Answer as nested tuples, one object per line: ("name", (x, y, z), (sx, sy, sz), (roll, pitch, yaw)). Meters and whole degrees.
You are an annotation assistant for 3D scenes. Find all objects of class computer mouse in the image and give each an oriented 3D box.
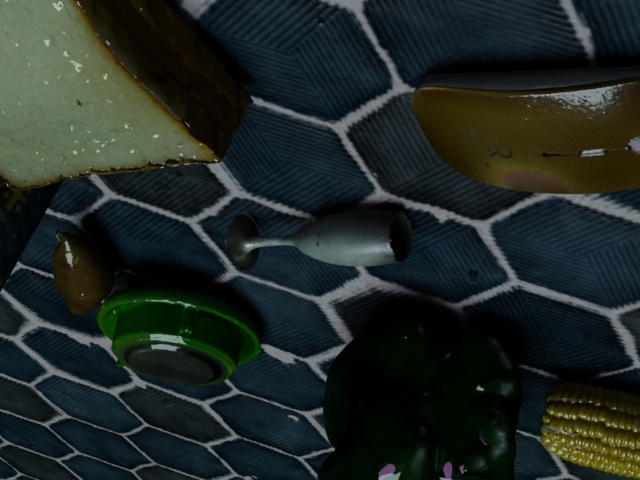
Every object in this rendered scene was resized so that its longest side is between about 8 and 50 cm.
("computer mouse", (0.191, -0.091, 0.970), (0.245, 0.056, 0.126), (2, 144, 27))

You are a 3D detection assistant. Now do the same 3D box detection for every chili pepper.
("chili pepper", (0.116, 0.213, 1.328), (0.233, 0.248, 0.256), (0, 148, -9))

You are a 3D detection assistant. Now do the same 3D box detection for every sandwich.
("sandwich", (-0.255, -0.170, 1.085), (0.301, 0.099, 0.271), (-6, 133, 39))

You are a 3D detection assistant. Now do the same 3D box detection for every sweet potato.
("sweet potato", (-0.291, 0.051, 1.473), (0.075, 0.074, 0.269), (22, 158, 0))

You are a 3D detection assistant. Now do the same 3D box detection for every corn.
("corn", (0.363, 0.219, 1.304), (0.244, 0.093, 0.093), (11, 148, 17))

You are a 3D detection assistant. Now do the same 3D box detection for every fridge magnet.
("fridge magnet", (-0.177, 0.120, 1.485), (0.208, 0.088, 0.208), (7, 153, 3))

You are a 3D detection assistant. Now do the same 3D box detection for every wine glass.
("wine glass", (0.000, 0.000, 1.225), (0.198, 0.066, 0.066), (-2, 142, 32))

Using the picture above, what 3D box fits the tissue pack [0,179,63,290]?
("tissue pack", (-0.385, -0.037, 1.215), (0.081, 0.257, 0.185), (-14, 133, 42))
